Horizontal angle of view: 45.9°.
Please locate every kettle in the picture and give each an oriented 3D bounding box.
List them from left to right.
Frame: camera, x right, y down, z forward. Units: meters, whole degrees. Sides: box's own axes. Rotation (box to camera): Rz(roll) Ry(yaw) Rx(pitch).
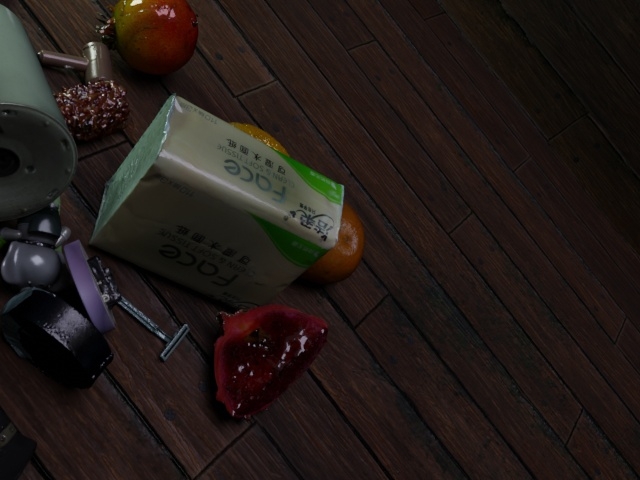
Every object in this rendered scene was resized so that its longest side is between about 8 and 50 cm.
[{"bbox_3d":[-0.605,-0.280,1.299,0.250,0.361,0.376,-24,53,-9],"label":"kettle"}]

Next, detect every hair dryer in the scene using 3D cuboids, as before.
[{"bbox_3d":[-0.556,-0.391,1.686,0.182,0.064,0.117,3,61,-32],"label":"hair dryer"}]

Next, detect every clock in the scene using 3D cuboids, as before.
[{"bbox_3d":[-0.403,0.078,1.363,0.064,0.198,0.172,-22,93,-15],"label":"clock"}]

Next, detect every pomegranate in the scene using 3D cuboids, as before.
[{"bbox_3d":[-0.405,-0.495,1.784,0.235,0.210,0.210,-9,66,-19],"label":"pomegranate"}]

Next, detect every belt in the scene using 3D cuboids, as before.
[{"bbox_3d":[-0.455,0.168,1.296,0.198,0.151,0.078,44,48,-11],"label":"belt"}]

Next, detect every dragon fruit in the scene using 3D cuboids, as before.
[{"bbox_3d":[-0.129,0.223,1.562,0.262,0.134,0.211,-38,73,-14],"label":"dragon fruit"}]

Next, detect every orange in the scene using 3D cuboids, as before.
[{"bbox_3d":[0.000,0.000,1.813,0.224,0.170,0.223,2,87,-42],"label":"orange"}]

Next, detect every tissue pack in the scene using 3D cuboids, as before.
[{"bbox_3d":[-0.209,-0.054,1.538,0.405,0.332,0.205,27,44,-24],"label":"tissue pack"}]

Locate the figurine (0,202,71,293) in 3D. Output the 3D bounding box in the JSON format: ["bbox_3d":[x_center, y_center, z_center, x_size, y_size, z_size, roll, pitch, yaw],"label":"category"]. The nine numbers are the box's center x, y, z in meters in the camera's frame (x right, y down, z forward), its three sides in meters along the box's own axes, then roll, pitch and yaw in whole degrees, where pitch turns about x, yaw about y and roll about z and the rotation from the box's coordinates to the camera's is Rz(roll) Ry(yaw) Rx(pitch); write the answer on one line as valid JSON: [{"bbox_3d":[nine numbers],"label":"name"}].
[{"bbox_3d":[-0.518,0.025,1.367,0.147,0.126,0.192,19,66,-46],"label":"figurine"}]

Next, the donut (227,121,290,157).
[{"bbox_3d":[-0.177,-0.156,1.815,0.303,0.110,0.302,23,47,-28],"label":"donut"}]

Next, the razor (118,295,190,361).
[{"bbox_3d":[-0.364,0.142,1.490,0.211,0.036,0.084,40,61,-6],"label":"razor"}]

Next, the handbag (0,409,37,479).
[{"bbox_3d":[-0.589,0.290,1.097,0.342,0.152,0.288,54,29,-2],"label":"handbag"}]

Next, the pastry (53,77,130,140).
[{"bbox_3d":[-0.497,-0.275,1.617,0.115,0.097,0.208,48,39,6],"label":"pastry"}]

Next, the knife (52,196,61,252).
[{"bbox_3d":[-0.523,-0.036,1.483,0.030,0.014,0.207,11,55,-39],"label":"knife"}]
